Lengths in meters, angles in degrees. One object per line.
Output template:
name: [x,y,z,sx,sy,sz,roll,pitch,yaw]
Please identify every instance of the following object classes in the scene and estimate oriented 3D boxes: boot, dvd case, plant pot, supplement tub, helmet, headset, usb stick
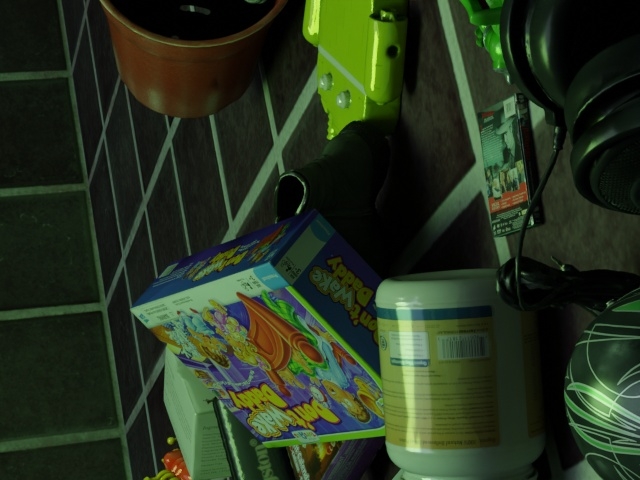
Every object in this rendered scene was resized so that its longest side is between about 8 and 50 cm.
boot: [0.000,0.000,1.635,0.083,0.161,0.246,22,132,29]
dvd case: [0.171,-0.067,1.371,0.087,0.013,0.119,155,108,-71]
plant pot: [-0.176,-0.311,2.022,0.265,0.272,0.272,107,153,-66]
supplement tub: [0.126,0.129,1.348,0.144,0.144,0.199,-177,83,-72]
helmet: [0.240,0.100,0.953,0.169,0.161,0.169,175,90,-72]
headset: [0.233,-0.104,1.038,0.243,0.185,0.394,-110,38,-49]
usb stick: [-0.066,0.309,1.869,0.045,0.077,0.278,85,168,-74]

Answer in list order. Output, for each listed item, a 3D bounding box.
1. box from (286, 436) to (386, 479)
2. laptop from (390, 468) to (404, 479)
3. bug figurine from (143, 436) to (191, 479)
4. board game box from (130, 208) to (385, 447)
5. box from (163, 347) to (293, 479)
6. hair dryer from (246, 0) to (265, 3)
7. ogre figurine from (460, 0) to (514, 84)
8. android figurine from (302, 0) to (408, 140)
box: [0.002,0.142,1.818,0.201,0.057,0.293,-62,35,37]
laptop: [-0.024,0.408,1.420,0.408,0.236,0.382,-56,32,36]
bug figurine: [-0.093,0.366,2.049,0.072,0.279,0.216,-58,37,-2]
board game box: [-0.032,0.104,1.585,0.233,0.078,0.347,46,152,-14]
box: [-0.105,0.212,2.031,0.181,0.182,0.119,-119,29,-53]
hair dryer: [0.029,-0.311,1.407,0.293,0.224,0.080,-88,-17,-67]
ogre figurine: [0.156,-0.215,1.246,0.118,0.097,0.197,-96,25,-44]
android figurine: [0.040,-0.225,1.673,0.248,0.056,0.273,-126,37,-58]
